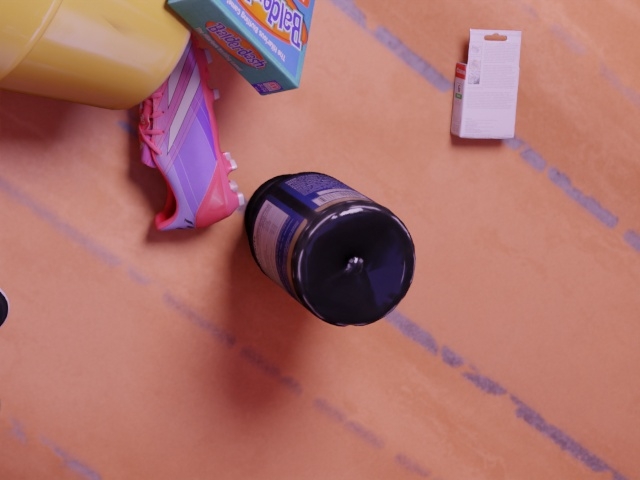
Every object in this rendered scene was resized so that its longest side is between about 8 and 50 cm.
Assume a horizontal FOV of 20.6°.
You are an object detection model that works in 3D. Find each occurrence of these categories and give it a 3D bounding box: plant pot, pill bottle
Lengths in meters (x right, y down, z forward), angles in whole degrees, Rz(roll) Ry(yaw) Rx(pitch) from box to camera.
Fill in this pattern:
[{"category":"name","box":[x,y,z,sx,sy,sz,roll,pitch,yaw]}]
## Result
[{"category":"plant pot","box":[-0.251,-0.231,1.587,0.239,0.254,0.254,23,95,-39]},{"category":"pill bottle","box":[0.000,0.000,1.730,0.123,0.219,0.123,-5,105,-18]}]

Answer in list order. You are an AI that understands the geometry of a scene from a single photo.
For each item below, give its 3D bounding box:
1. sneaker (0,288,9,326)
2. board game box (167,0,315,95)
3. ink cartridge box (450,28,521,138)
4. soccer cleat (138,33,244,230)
[{"category":"sneaker","box":[-0.392,0.059,1.660,0.217,0.121,0.079,18,97,-22]},{"category":"board game box","box":[-0.062,-0.266,1.647,0.160,0.047,0.210,42,50,-47]},{"category":"ink cartridge box","box":[0.174,-0.166,1.854,0.063,0.029,0.115,0,102,-19]},{"category":"soccer cleat","box":[-0.146,-0.126,1.727,0.095,0.083,0.248,-18,111,-10]}]
